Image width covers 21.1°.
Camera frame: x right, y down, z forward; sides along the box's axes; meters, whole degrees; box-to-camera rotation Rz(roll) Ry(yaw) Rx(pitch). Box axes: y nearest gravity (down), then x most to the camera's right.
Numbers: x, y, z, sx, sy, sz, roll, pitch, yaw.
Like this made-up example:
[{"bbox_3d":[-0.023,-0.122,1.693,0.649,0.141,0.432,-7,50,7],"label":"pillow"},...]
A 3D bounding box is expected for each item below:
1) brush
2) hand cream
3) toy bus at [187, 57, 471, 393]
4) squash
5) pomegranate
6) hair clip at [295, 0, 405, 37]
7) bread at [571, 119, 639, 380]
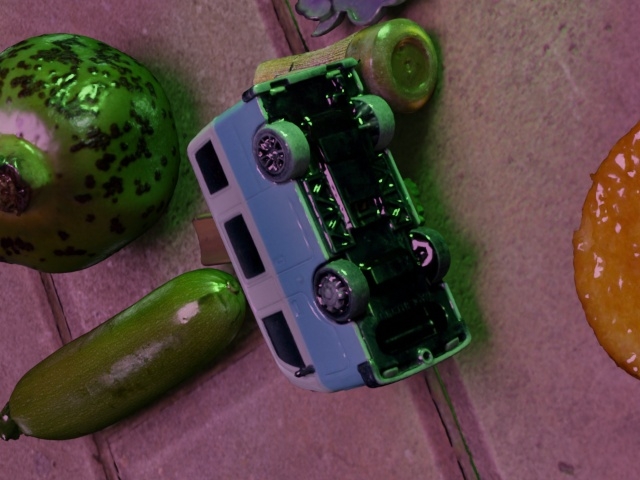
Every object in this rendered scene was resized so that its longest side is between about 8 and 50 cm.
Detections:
[{"bbox_3d":[-0.014,-0.017,1.613,0.282,0.048,0.054,-9,94,43],"label":"brush"},{"bbox_3d":[0.013,-0.154,1.577,0.203,0.084,0.084,1,91,49],"label":"hand cream"},{"bbox_3d":[0.000,0.000,1.486,0.165,0.133,0.271,-26,86,49],"label":"toy bus"},{"bbox_3d":[-0.210,0.130,1.760,0.379,0.101,0.101,-29,71,34],"label":"squash"},{"bbox_3d":[-0.272,-0.083,1.708,0.254,0.270,0.254,5,107,16],"label":"pomegranate"},{"bbox_3d":[0.038,-0.254,1.550,0.195,0.052,0.124,-22,55,43],"label":"hair clip"},{"bbox_3d":[0.309,0.001,1.263,0.268,0.146,0.268,-4,84,44],"label":"bread"}]
